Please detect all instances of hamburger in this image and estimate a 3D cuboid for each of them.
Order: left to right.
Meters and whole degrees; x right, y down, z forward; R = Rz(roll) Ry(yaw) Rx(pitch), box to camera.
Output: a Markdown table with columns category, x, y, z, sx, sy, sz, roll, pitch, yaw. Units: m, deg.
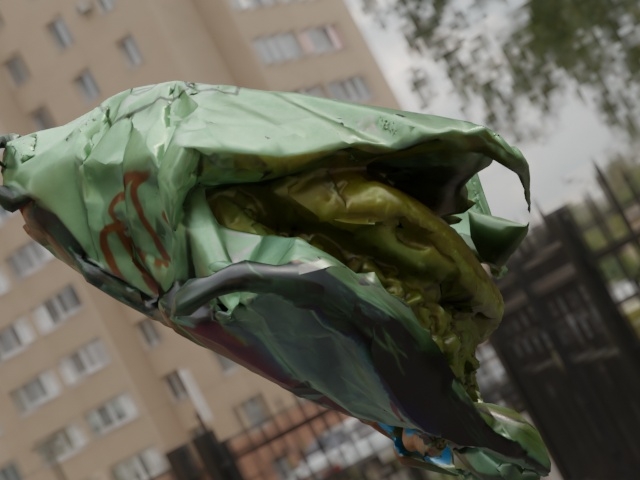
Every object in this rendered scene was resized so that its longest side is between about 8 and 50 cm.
| category | x | y | z | sx | sy | sz | roll | pitch | yaw |
| --- | --- | --- | --- | --- | --- | --- | --- | --- | --- |
| hamburger | 0.008 | 0.000 | 0.715 | 0.260 | 0.276 | 0.150 | 34 | -95 | -44 |
